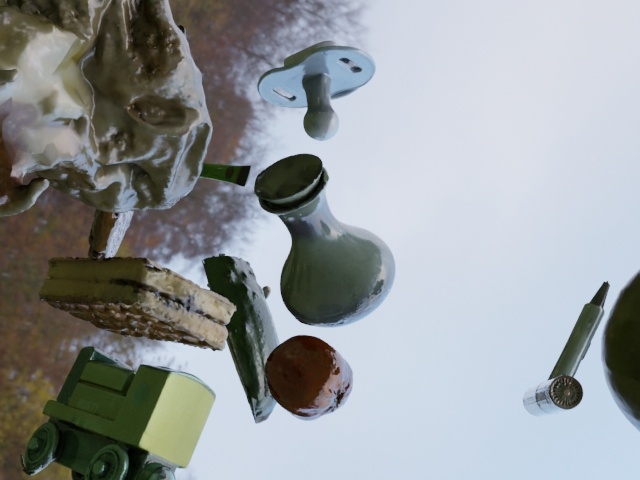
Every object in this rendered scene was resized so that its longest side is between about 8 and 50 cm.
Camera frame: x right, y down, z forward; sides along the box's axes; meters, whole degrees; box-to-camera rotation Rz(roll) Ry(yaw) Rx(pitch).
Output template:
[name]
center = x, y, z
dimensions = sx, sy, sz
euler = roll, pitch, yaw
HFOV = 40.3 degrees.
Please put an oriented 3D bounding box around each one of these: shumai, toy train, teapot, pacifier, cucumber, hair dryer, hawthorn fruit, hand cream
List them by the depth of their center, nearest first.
[shumai]
center = -0.280, -0.138, 0.756
dimensions = 0.314, 0.262, 0.267
euler = 58, -37, 5
[hair dryer]
center = 0.317, 0.132, 1.089
dimensions = 0.183, 0.044, 0.155
euler = -61, 173, -13
[hawthorn fruit]
center = -0.016, 0.190, 1.202
dimensions = 0.128, 0.128, 0.128
euler = -35, -134, 46
[teapot]
center = 0.000, 0.000, 1.288
dimensions = 0.184, 0.251, 0.183
euler = -17, -145, 12
[hand cream]
center = -0.162, -0.108, 1.382
dimensions = 0.122, 0.023, 0.036
euler = 10, -105, 31
[toy train]
center = -0.363, 0.334, 1.549
dimensions = 0.397, 0.160, 0.253
euler = 3, -116, 45
[cucumber]
center = -0.133, 0.173, 1.644
dimensions = 0.145, 0.105, 0.325
euler = 89, -17, -58
[pacifier]
center = -0.001, -0.328, 2.005
dimensions = 0.287, 0.238, 0.225
euler = -14, -114, 28

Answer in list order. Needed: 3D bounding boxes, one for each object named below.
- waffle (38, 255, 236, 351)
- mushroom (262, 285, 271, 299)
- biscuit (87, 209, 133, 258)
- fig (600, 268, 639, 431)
[waffle]
center = -0.319, 0.102, 1.489
dimensions = 0.308, 0.213, 0.091
euler = -1, -116, 43
[mushroom]
center = -0.157, 0.127, 1.938
dimensions = 0.101, 0.049, 0.019
euler = -20, -162, 9
[biscuit]
center = -0.494, -0.074, 2.091
dimensions = 0.296, 0.075, 0.295
euler = -159, -90, -85
[fig]
center = 0.538, 0.155, 1.128
dimensions = 0.316, 0.316, 0.316
euler = -35, -134, 46
